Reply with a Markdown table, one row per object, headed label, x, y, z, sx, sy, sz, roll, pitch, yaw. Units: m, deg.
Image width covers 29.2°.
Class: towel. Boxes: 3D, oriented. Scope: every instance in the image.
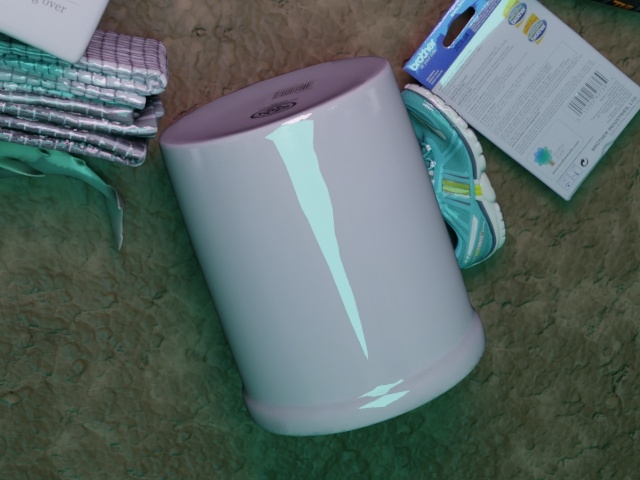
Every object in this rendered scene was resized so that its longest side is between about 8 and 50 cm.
| label | x | y | z | sx | sy | sz | roll | pitch | yaw |
| --- | --- | --- | --- | --- | --- | --- | --- | --- | --- |
| towel | -0.326 | -0.191 | 1.479 | 0.284 | 0.235 | 0.121 | 9 | 108 | -13 |

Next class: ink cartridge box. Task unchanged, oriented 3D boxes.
| label | x | y | z | sx | sy | sz | roll | pitch | yaw |
| --- | --- | --- | --- | --- | --- | --- | --- | --- | --- |
| ink cartridge box | 0.276 | -0.217 | 1.677 | 0.311 | 0.065 | 0.186 | 35 | 98 | -20 |

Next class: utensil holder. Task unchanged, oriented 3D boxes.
| label | x | y | z | sx | sy | sz | roll | pitch | yaw |
| --- | --- | --- | --- | --- | --- | --- | --- | --- | --- |
| utensil holder | 0.000 | 0.000 | 1.553 | 0.327 | 0.327 | 0.385 | -21 | 108 | -4 |

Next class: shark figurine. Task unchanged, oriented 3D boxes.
| label | x | y | z | sx | sy | sz | roll | pitch | yaw |
| --- | --- | --- | --- | --- | --- | --- | --- | --- | --- |
| shark figurine | -0.384 | -0.082 | 1.590 | 0.278 | 0.166 | 0.116 | 13 | 131 | -32 |

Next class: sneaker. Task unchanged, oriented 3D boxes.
| label | x | y | z | sx | sy | sz | roll | pitch | yaw |
| --- | --- | --- | --- | --- | --- | --- | --- | --- | --- |
| sneaker | 0.165 | -0.081 | 1.661 | 0.110 | 0.107 | 0.275 | -30 | 112 | -15 |

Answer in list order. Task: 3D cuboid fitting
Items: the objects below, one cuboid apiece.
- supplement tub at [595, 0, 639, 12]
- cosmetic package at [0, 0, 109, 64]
| label | x | y | z | sx | sy | sz | roll | pitch | yaw |
| --- | --- | --- | --- | --- | --- | --- | --- | --- | --- |
| supplement tub | 0.405 | -0.367 | 1.627 | 0.190 | 0.117 | 0.117 | 12 | 104 | -13 |
| cosmetic package | -0.347 | -0.457 | 1.322 | 0.329 | 0.327 | 0.393 | 23 | 101 | -26 |
